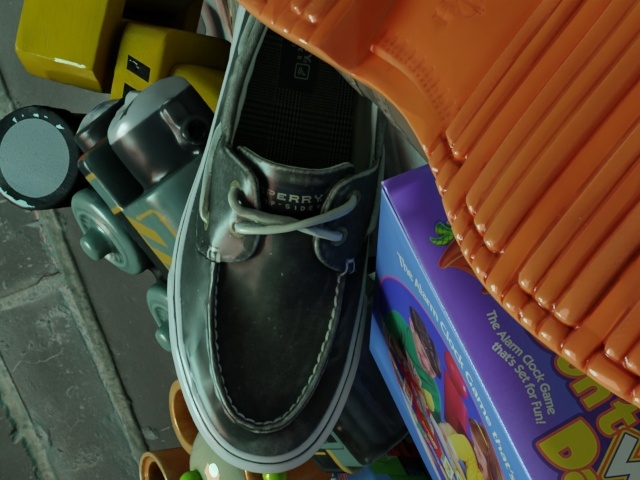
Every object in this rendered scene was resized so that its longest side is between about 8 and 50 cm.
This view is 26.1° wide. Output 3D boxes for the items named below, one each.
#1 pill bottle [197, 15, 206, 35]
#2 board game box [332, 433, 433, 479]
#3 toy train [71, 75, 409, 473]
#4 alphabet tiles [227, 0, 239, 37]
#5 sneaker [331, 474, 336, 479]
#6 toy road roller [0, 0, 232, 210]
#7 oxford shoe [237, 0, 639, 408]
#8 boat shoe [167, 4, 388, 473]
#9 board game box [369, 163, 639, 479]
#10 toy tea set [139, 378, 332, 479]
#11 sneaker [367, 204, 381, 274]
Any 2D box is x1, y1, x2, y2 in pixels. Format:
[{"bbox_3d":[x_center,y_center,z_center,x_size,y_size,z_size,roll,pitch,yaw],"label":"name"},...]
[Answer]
[{"bbox_3d":[-0.140,-0.154,1.509,0.103,0.103,0.184,-129,20,-60],"label":"pill bottle"},{"bbox_3d":[0.028,0.142,1.233,0.211,0.039,0.160,64,-163,20],"label":"board game box"},{"bbox_3d":[-0.046,0.027,0.991,0.334,0.142,0.190,53,155,-8],"label":"toy train"},{"bbox_3d":[-0.061,-0.178,1.030,0.198,0.009,0.237,110,151,-79],"label":"alphabet tiles"},{"bbox_3d":[0.036,0.258,1.540,0.229,0.086,0.132,47,154,38],"label":"sneaker"},{"bbox_3d":[-0.136,-0.151,1.269,0.202,0.240,0.330,-12,-66,-72],"label":"toy road roller"},{"bbox_3d":[0.101,-0.046,0.505,0.132,0.130,0.364,29,-162,-49],"label":"oxford shoe"},{"bbox_3d":[-0.025,-0.032,0.801,0.119,0.121,0.335,135,139,-82],"label":"boat shoe"},{"bbox_3d":[0.134,0.149,0.747,0.233,0.078,0.347,89,157,-65],"label":"board game box"},{"bbox_3d":[-0.108,0.202,1.221,0.200,0.124,0.336,59,146,28],"label":"toy tea set"},{"bbox_3d":[-0.002,-0.068,1.064,0.083,0.071,0.191,-120,12,-66],"label":"sneaker"}]
